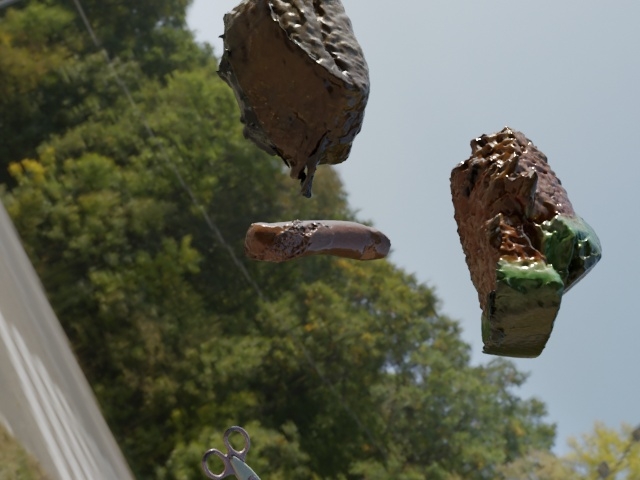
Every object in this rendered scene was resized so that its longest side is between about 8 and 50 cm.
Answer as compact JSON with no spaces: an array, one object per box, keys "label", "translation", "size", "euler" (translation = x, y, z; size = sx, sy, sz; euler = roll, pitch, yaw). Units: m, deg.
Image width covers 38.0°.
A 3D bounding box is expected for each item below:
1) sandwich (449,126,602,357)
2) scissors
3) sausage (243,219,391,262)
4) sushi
[{"label":"sandwich","translation":[0.255,-0.006,1.142],"size":[0.250,0.162,0.301],"euler":[82,3,-62]},{"label":"scissors","translation":[-0.113,0.359,1.412],"size":[0.022,0.085,0.176],"euler":[14,-36,51]},{"label":"sausage","translation":[0.000,0.000,1.561],"size":[0.078,0.304,0.078],"euler":[1,-89,47]},{"label":"sushi","translation":[-0.044,-0.191,0.961],"size":[0.140,0.149,0.287],"euler":[-51,-126,49]}]
